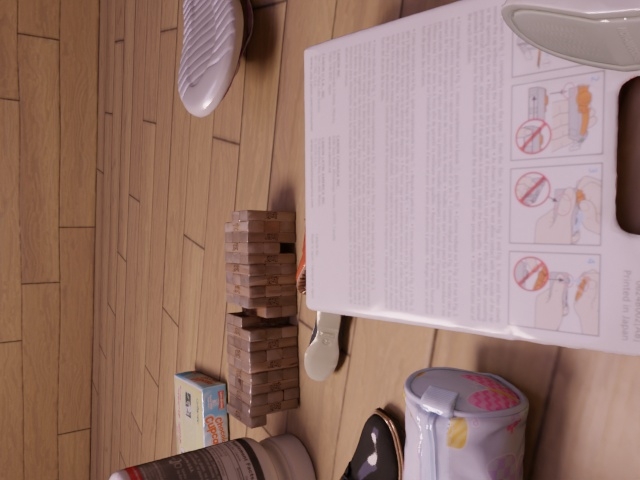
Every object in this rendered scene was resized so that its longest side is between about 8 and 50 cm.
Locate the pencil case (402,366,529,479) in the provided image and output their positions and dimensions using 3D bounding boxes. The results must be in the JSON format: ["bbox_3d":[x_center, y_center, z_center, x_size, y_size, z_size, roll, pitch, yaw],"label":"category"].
[{"bbox_3d":[0.125,0.261,0.488,0.113,0.124,0.273,14,102,56],"label":"pencil case"}]

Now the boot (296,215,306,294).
[{"bbox_3d":[0.000,0.000,0.729,0.085,0.059,0.158,51,123,46],"label":"boot"}]

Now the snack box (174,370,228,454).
[{"bbox_3d":[-0.263,0.466,1.137,0.187,0.060,0.322,-5,87,56],"label":"snack box"}]

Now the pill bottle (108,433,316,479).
[{"bbox_3d":[-0.160,0.395,0.777,0.161,0.283,0.161,5,96,56],"label":"pill bottle"}]

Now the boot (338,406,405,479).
[{"bbox_3d":[0.029,0.312,0.623,0.076,0.137,0.198,19,106,54],"label":"boot"}]

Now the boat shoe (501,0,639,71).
[{"bbox_3d":[0.252,-0.137,0.288,0.302,0.114,0.091,34,102,34],"label":"boat shoe"}]

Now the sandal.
[{"bbox_3d":[-0.177,-0.384,0.945,0.169,0.102,0.417,-36,48,35],"label":"sandal"}]

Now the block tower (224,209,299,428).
[{"bbox_3d":[-0.097,0.121,0.846,0.091,0.097,0.336,1,90,56],"label":"block tower"}]

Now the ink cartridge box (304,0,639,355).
[{"bbox_3d":[0.149,-0.068,0.507,0.384,0.091,0.308,2,93,40],"label":"ink cartridge box"}]

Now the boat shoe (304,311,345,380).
[{"bbox_3d":[0.009,0.136,0.732,0.043,0.049,0.137,-60,-20,-69],"label":"boat shoe"}]
